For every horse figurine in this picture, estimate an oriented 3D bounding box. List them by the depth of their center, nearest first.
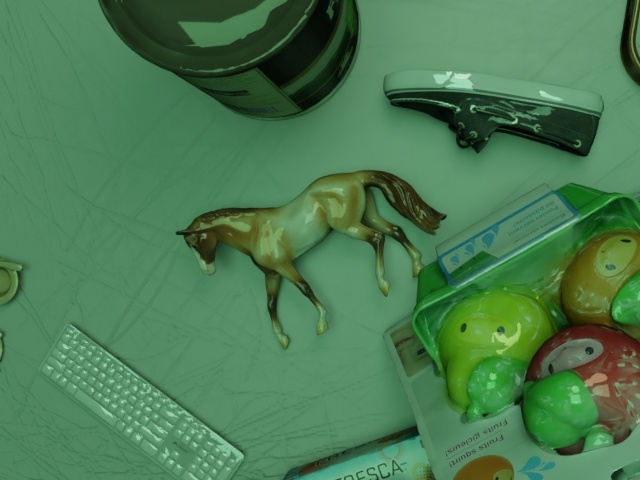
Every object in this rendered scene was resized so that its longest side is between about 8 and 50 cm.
[{"bbox_3d":[0.000,0.000,0.943,0.263,0.066,0.175,-29,92,9],"label":"horse figurine"}]

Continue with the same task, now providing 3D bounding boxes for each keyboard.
[{"bbox_3d":[-0.206,0.196,0.997,0.256,0.014,0.072,35,94,7],"label":"keyboard"}]

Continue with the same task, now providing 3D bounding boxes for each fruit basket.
[{"bbox_3d":[0.220,0.086,0.763,0.327,0.353,0.165,-30,110,8],"label":"fruit basket"}]

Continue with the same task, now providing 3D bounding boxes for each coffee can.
[{"bbox_3d":[-0.073,-0.234,0.847,0.201,0.275,0.202,0,90,8],"label":"coffee can"}]

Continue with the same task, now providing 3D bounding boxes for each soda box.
[{"bbox_3d":[0.053,0.251,0.936,0.183,0.058,0.063,-21,87,7],"label":"soda box"}]

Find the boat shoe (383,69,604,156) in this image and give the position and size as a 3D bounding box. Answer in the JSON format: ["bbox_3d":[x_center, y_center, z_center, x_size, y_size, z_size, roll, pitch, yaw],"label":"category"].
[{"bbox_3d":[0.176,-0.128,0.915,0.228,0.080,0.076,8,89,1],"label":"boat shoe"}]

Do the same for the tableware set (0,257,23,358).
[{"bbox_3d":[-0.425,0.072,1.027,0.141,0.020,0.169,16,92,8],"label":"tableware set"}]

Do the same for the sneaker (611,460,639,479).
[{"bbox_3d":[0.333,0.318,0.817,0.137,0.210,0.366,-24,86,8],"label":"sneaker"}]

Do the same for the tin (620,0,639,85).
[{"bbox_3d":[0.374,-0.246,0.904,0.106,0.040,0.190,8,91,4],"label":"tin"}]
